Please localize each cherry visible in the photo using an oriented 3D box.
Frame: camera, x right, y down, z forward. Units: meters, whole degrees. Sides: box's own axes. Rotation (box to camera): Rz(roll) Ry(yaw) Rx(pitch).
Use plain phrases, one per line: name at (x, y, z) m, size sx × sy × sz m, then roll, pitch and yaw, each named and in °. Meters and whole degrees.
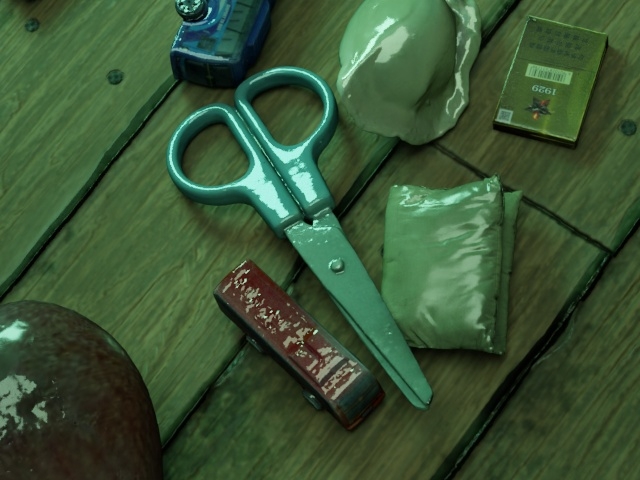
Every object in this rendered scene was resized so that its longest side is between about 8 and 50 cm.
cherry at (-0.271, 0.197, 1.586) m, size 0.307 × 0.221 × 0.261 m, roll 43°, pitch 87°, yaw 9°

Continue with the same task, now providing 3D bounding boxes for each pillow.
pillow at (0.125, 0.028, 1.672) m, size 0.134 × 0.078 × 0.181 m, roll 0°, pitch 71°, yaw 17°

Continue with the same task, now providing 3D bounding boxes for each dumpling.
dumpling at (0.099, -0.193, 1.758) m, size 0.151 × 0.124 × 0.228 m, roll 35°, pitch 62°, yaw -18°

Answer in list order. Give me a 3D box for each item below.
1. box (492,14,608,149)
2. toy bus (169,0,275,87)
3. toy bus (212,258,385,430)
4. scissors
box at (0.241, -0.166, 1.768) m, size 0.090 × 0.023 × 0.133 m, roll 14°, pitch 69°, yaw 16°
toy bus at (-0.089, -0.279, 1.839) m, size 0.094 × 0.079 × 0.236 m, roll 15°, pitch 70°, yaw 13°
toy bus at (-0.024, 0.101, 1.662) m, size 0.065 × 0.077 × 0.192 m, roll -45°, pitch 66°, yaw -8°
scissors at (0.000, 0.000, 1.689) m, size 0.193 × 0.029 × 0.447 m, roll -30°, pitch 55°, yaw -4°
